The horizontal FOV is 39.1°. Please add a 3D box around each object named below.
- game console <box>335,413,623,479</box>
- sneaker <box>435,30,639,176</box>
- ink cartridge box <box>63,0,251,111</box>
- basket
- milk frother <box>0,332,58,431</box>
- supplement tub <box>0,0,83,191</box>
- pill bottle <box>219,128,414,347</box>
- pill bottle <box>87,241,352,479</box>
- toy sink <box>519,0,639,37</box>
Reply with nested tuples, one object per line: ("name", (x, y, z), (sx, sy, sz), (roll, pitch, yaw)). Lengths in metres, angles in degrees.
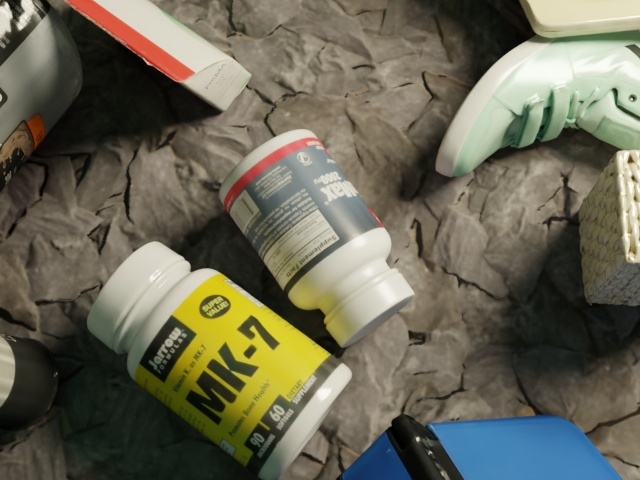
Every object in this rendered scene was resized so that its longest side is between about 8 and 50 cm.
("game console", (0.138, 0.285, 0.689), (0.250, 0.173, 0.293), (-48, 36, 11))
("sneaker", (0.236, -0.118, 0.855), (0.256, 0.094, 0.151), (-41, 72, -15))
("ink cartridge box", (-0.169, -0.200, 0.804), (0.181, 0.225, 0.056), (36, 92, 8))
("basket", (0.295, -0.009, 0.793), (0.103, 0.167, 0.113), (0, 73, 3))
("milk frother", (-0.308, 0.143, 0.742), (0.129, 0.135, 0.143), (-12, 70, 18))
("supplement tub", (-0.372, -0.079, 0.751), (0.207, 0.207, 0.338), (29, 67, 7))
("pill bottle", (0.000, 0.000, 0.810), (0.108, 0.108, 0.180), (-34, 78, -11))
("pill bottle", (-0.088, 0.100, 0.772), (0.208, 0.119, 0.119), (35, 75, 9))
("toy sink", (0.256, -0.324, 0.863), (0.153, 0.131, 0.234), (-6, 52, -3))
